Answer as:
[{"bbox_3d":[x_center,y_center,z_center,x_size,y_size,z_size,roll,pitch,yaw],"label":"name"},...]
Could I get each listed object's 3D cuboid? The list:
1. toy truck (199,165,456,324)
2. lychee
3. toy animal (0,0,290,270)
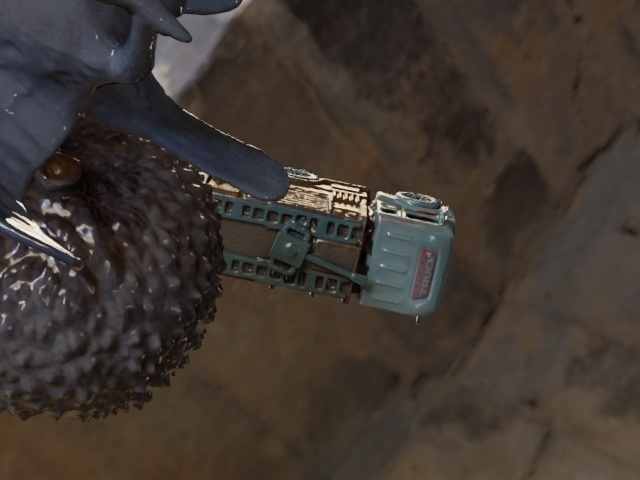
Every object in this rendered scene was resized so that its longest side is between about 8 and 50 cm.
[{"bbox_3d":[0.000,0.000,1.597,0.305,0.136,0.162,12,-168,-2],"label":"toy truck"},{"bbox_3d":[-0.222,0.024,1.192,0.300,0.300,0.300,36,171,7],"label":"lychee"},{"bbox_3d":[-0.125,-0.101,0.664,0.176,0.239,0.255,-17,122,39],"label":"toy animal"}]
